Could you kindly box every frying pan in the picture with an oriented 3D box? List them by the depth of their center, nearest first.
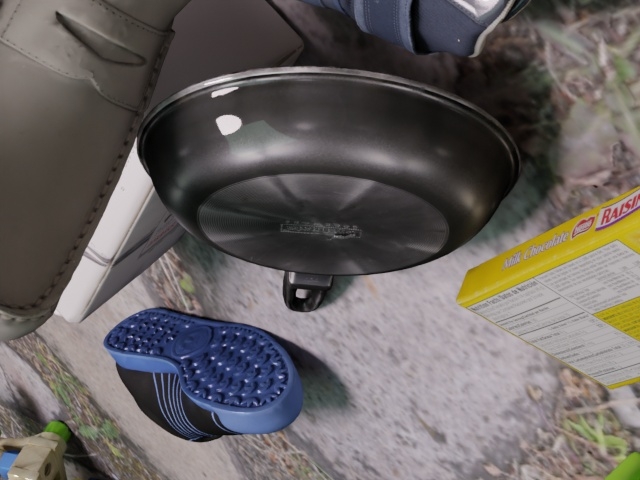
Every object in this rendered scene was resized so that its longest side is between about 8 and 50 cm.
[{"bbox_3d":[-0.026,-0.007,0.703,0.197,0.053,0.326,14,155,-23],"label":"frying pan"}]

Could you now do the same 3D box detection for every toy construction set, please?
[{"bbox_3d":[-0.339,0.314,1.444,0.215,0.151,0.328,10,145,13],"label":"toy construction set"}]

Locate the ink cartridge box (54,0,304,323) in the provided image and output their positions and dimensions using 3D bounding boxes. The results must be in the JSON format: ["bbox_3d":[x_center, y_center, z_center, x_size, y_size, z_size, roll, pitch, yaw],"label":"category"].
[{"bbox_3d":[-0.159,-0.097,0.807,0.207,0.117,0.283,47,148,3],"label":"ink cartridge box"}]

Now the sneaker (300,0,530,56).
[{"bbox_3d":[0.039,-0.177,0.508,0.163,0.086,0.226,31,141,20],"label":"sneaker"}]

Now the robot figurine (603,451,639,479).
[{"bbox_3d":[0.191,0.176,0.712,0.101,0.067,0.115,15,135,49],"label":"robot figurine"}]

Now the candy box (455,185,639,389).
[{"bbox_3d":[0.161,0.019,0.585,0.105,0.027,0.206,32,152,-15],"label":"candy box"}]

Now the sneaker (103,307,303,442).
[{"bbox_3d":[-0.081,0.118,0.987,0.232,0.081,0.090,16,139,52],"label":"sneaker"}]

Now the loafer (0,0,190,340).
[{"bbox_3d":[-0.119,-0.111,0.591,0.111,0.319,0.112,-9,157,44],"label":"loafer"}]
